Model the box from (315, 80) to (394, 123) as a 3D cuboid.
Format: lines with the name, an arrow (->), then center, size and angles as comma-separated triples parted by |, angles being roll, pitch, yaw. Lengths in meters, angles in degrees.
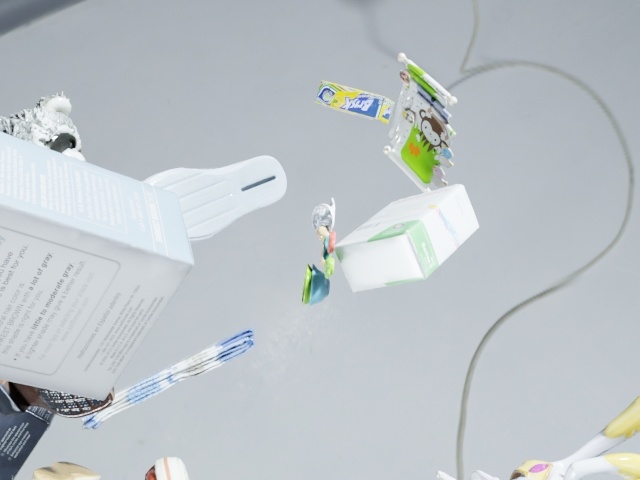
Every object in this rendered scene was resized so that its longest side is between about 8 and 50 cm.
box -> 0.077, -0.310, 2.004 | 0.168, 0.059, 0.054 | 19, 94, 28

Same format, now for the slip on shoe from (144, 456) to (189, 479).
slip on shoe -> -0.162, 0.334, 0.696 | 0.101, 0.123, 0.331 | 13, 74, -5

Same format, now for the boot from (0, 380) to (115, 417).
boot -> -0.363, 0.184, 1.242 | 0.219, 0.082, 0.106 | -4, 35, 23

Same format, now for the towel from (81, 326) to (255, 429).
towel -> -0.228, 0.209, 1.391 | 0.285, 0.209, 0.034 | -26, 89, -6

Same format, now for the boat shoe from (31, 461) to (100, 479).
boat shoe -> -0.378, 0.362, 1.301 | 0.063, 0.170, 0.059 | 19, 84, 15

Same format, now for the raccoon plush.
raccoon plush -> -0.655, -0.207, 1.652 | 0.446, 0.216, 0.299 | 33, 41, -18

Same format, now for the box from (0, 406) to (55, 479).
box -> -0.583, 0.337, 1.596 | 0.158, 0.093, 0.156 | 34, 93, -11

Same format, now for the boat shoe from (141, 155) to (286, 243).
boat shoe -> -0.174, -0.053, 1.306 | 0.302, 0.094, 0.109 | -18, 89, -48

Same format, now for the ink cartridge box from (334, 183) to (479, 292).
ink cartridge box -> 0.149, -0.006, 1.503 | 0.154, 0.093, 0.212 | -13, 17, 39

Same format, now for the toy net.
toy net -> 0.000, 0.000, 1.544 | 0.045, 0.122, 0.232 | 6, 47, -2

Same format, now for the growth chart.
growth chart -> 0.182, -0.199, 1.614 | 0.021, 0.237, 0.172 | -25, 52, -30

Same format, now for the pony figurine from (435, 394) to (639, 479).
pony figurine -> 0.340, 0.419, 1.349 | 0.363, 0.351, 0.303 | -17, 36, -2

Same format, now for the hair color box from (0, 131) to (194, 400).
hair color box -> -0.318, 0.001, 0.743 | 0.374, 0.185, 0.114 | 19, 30, -32

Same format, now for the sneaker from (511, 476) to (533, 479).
sneaker -> 0.303, 0.397, 1.094 | 0.083, 0.098, 0.224 | -33, 85, -16
